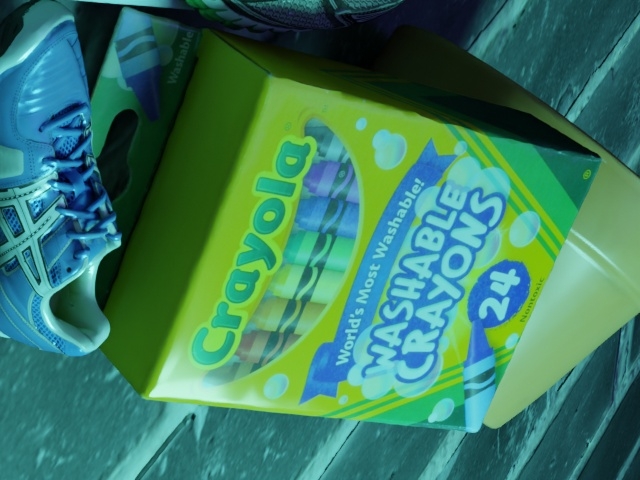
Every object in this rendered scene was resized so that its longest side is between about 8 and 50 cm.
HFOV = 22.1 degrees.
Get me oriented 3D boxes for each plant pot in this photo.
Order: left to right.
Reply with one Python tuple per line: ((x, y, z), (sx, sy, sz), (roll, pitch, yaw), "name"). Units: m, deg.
((0.114, 0.004, 1.241), (0.203, 0.291, 0.291), (-53, 156, 1), "plant pot")

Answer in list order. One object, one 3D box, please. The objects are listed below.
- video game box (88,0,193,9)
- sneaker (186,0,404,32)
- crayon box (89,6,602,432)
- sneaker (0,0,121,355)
((-0.085, -0.227, 0.876), (0.187, 0.048, 0.205), (-14, 121, -65), "video game box")
((-0.014, -0.174, 0.830), (0.343, 0.146, 0.134), (15, 95, -67), "sneaker")
((0.000, 0.000, 0.984), (0.323, 0.083, 0.203), (10, 109, -38), "crayon box")
((-0.137, -0.029, 0.843), (0.080, 0.081, 0.211), (-45, 153, -44), "sneaker")
